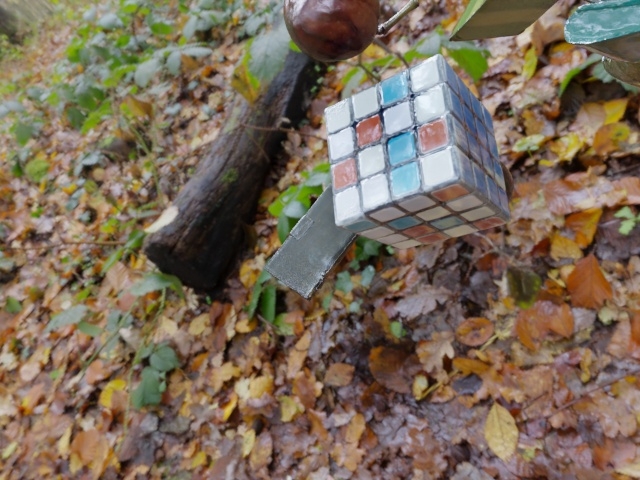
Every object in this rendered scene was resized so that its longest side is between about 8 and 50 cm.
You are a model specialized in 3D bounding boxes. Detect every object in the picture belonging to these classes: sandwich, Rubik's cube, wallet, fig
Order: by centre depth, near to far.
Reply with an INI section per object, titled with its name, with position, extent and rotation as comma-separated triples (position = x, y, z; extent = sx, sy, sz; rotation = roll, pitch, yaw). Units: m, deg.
[sandwich]
position = 0.199, -0.238, 0.561
extent = 0.074, 0.074, 0.116
rotation = -39, 16, 54
[Rubik's cube]
position = 0.186, -0.147, 1.021
extent = 0.254, 0.259, 0.256
rotation = -17, 67, 32
[fig]
position = 0.050, -0.435, 1.044
extent = 0.186, 0.250, 0.203
rotation = -13, 67, 45
[wallet]
position = 0.000, 0.000, 1.476
extent = 0.169, 0.044, 0.317
rotation = 33, 77, 19

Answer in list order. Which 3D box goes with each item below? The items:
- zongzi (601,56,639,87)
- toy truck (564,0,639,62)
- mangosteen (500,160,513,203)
[zongzi]
position = 0.467, -0.290, 0.596
extent = 0.125, 0.251, 0.274
rotation = -106, 31, -83
[toy truck]
position = 0.275, -0.257, 0.383
extent = 0.124, 0.114, 0.253
rotation = 53, 131, 43
[mangosteen]
position = 0.422, -0.168, 1.489
extent = 0.211, 0.211, 0.249
rotation = -26, 39, 22
